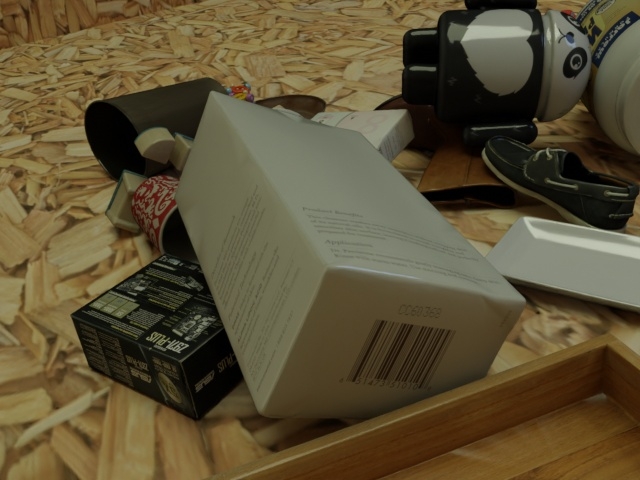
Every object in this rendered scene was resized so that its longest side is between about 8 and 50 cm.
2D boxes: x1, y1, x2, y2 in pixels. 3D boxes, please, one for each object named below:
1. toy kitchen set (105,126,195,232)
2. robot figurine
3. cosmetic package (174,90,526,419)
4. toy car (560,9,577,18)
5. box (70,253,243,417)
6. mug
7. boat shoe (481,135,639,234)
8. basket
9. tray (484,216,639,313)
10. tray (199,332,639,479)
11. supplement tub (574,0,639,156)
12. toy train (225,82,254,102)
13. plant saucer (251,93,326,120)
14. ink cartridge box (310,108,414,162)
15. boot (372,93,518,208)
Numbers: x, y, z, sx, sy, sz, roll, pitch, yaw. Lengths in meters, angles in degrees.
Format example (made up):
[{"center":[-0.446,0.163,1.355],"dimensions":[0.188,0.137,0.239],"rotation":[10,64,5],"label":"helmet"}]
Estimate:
[{"center":[-0.222,-0.084,1.150],"dimensions":[0.207,0.166,0.122],"rotation":[19,16,-31],"label":"toy kitchen set"},{"center":[0.263,-0.264,1.072],"dimensions":[0.278,0.209,0.174],"rotation":[2,27,7],"label":"robot figurine"},{"center":[0.000,0.000,0.733],"dimensions":[0.217,0.156,0.385],"rotation":[12,24,-28],"label":"cosmetic package"},{"center":[0.504,-0.532,1.744],"dimensions":[0.224,0.053,0.239],"rotation":[-24,33,-26],"label":"toy car"},{"center":[-0.157,0.098,0.791],"dimensions":[0.180,0.078,0.147],"rotation":[13,35,34],"label":"box"},{"center":[-0.189,-0.020,1.012],"dimensions":[0.113,0.150,0.169],"rotation":[-54,36,-4],"label":"mug"},{"center":[0.319,-0.093,0.954],"dimensions":[0.084,0.079,0.233],"rotation":[-21,43,-30],"label":"boat shoe"},{"center":[-0.282,-0.212,1.304],"dimensions":[0.226,0.154,0.204],"rotation":[-28,31,-37],"label":"basket"},{"center":[0.333,0.037,0.816],"dimensions":[0.270,0.030,0.145],"rotation":[13,37,34],"label":"tray"},{"center":[0.109,0.212,0.527],"dimensions":[0.410,0.076,0.203],"rotation":[-16,30,-14],"label":"tray"},{"center":[0.518,-0.261,1.086],"dimensions":[0.228,0.228,0.316],"rotation":[-5,29,7],"label":"supplement tub"},{"center":[-0.211,-0.297,1.539],"dimensions":[0.166,0.046,0.125],"rotation":[-22,31,-28],"label":"toy train"},{"center":[-0.084,-0.243,1.414],"dimensions":[0.198,0.036,0.199],"rotation":[-7,30,4],"label":"plant saucer"},{"center":[0.011,-0.121,1.094],"dimensions":[0.189,0.066,0.232],"rotation":[7,39,41],"label":"ink cartridge box"},{"center":[0.182,-0.133,1.133],"dimensions":[0.264,0.096,0.280],"rotation":[7,40,12],"label":"boot"}]
